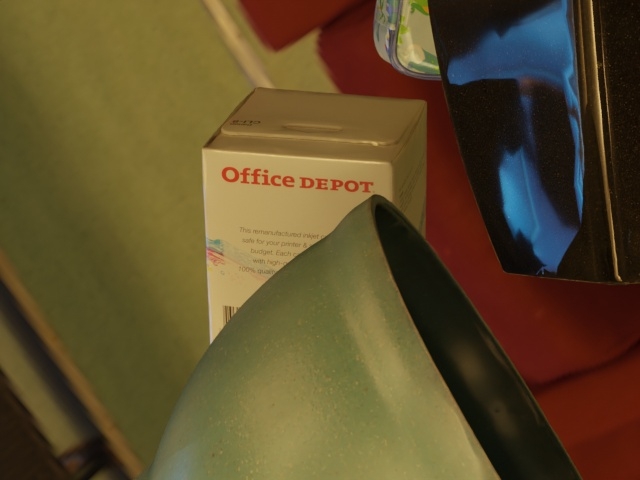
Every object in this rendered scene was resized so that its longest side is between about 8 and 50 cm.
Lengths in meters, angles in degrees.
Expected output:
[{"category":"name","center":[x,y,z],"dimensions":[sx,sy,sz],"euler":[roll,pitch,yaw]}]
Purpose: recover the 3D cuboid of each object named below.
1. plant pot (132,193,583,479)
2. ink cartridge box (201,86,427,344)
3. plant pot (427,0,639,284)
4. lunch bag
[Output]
[{"category":"plant pot","center":[0.022,0.151,0.899],"dimensions":[0.196,0.293,0.293],"euler":[-32,99,8]},{"category":"ink cartridge box","center":[0.000,0.000,1.191],"dimensions":[0.128,0.127,0.176],"euler":[6,115,12]},{"category":"plant pot","center":[0.184,-0.062,0.999],"dimensions":[0.188,0.188,0.166],"euler":[-177,84,-68]},{"category":"lunch bag","center":[0.148,-0.261,1.691],"dimensions":[0.176,0.090,0.219],"euler":[4,105,-13]}]
